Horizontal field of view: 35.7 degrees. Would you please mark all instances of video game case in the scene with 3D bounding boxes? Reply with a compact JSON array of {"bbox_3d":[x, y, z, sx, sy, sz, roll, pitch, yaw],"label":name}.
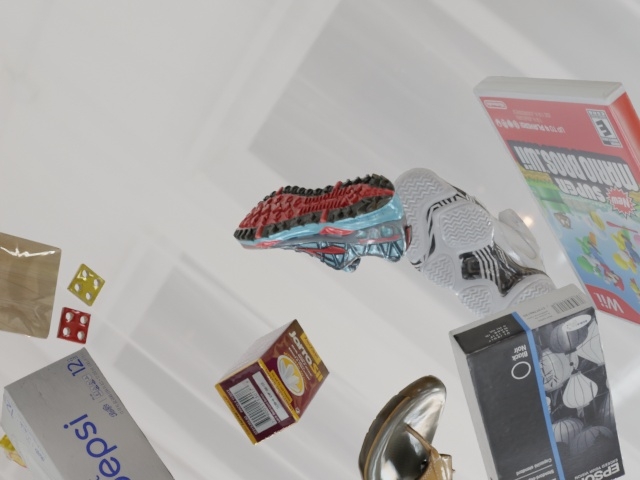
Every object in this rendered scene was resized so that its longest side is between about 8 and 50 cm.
[{"bbox_3d":[0.263,-0.025,0.914,0.025,0.285,0.204,-39,-158,-12],"label":"video game case"}]

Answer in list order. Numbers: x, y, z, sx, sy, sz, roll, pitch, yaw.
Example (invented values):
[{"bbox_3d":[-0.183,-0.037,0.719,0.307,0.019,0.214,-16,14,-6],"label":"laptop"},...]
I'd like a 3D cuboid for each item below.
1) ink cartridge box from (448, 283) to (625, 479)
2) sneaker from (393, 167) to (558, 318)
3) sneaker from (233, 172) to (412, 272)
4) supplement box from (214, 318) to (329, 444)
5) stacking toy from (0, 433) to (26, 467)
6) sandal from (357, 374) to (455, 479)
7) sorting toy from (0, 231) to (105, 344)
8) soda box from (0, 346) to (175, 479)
[{"bbox_3d":[0.273,0.226,1.207,0.165,0.333,0.065,-22,-151,-5],"label":"ink cartridge box"},{"bbox_3d":[0.240,0.003,1.577,0.137,0.366,0.210,-41,-162,18],"label":"sneaker"},{"bbox_3d":[0.000,0.000,1.299,0.261,0.125,0.104,-5,-143,38],"label":"sneaker"},{"bbox_3d":[-0.065,0.200,1.432,0.080,0.104,0.188,-31,-175,20],"label":"supplement box"},{"bbox_3d":[-0.546,0.331,1.430,0.167,0.221,0.052,-55,154,-35],"label":"stacking toy"},{"bbox_3d":[0.069,0.200,0.785,0.090,0.060,0.219,-20,130,-47],"label":"sandal"},{"bbox_3d":[-0.430,0.064,1.383,0.046,0.274,0.132,-9,-109,43],"label":"sorting toy"},{"bbox_3d":[-0.211,0.256,1.004,0.098,0.286,0.091,-27,158,-34],"label":"soda box"}]
